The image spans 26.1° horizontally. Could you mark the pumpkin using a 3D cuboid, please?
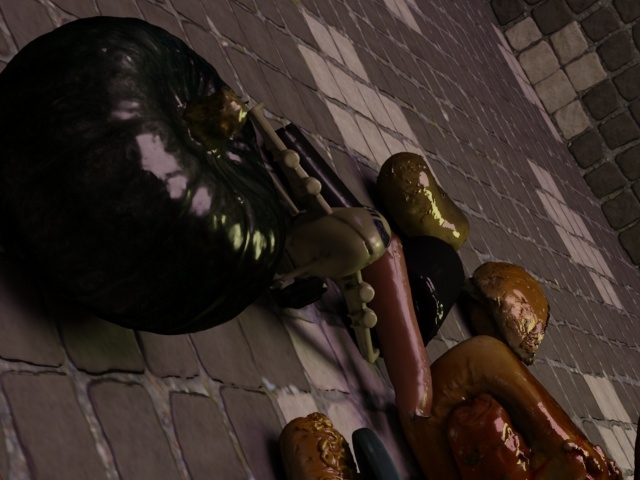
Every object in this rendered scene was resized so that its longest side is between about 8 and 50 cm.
[{"bbox_3d":[-0.109,-0.043,0.863,0.212,0.152,0.211,35,43,-40],"label":"pumpkin"}]

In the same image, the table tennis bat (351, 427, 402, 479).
[{"bbox_3d":[0.072,0.251,1.001,0.153,0.040,0.244,111,-42,-79],"label":"table tennis bat"}]

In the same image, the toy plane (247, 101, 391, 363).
[{"bbox_3d":[0.000,0.000,1.130,0.256,0.104,0.242,-117,-178,-81],"label":"toy plane"}]

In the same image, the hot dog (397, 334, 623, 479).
[{"bbox_3d":[0.187,0.212,1.251,0.256,0.150,0.153,47,12,-34],"label":"hot dog"}]

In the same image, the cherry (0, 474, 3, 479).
[{"bbox_3d":[-0.151,0.150,0.555,0.225,0.090,0.107,64,0,-15],"label":"cherry"}]

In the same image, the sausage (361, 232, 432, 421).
[{"bbox_3d":[0.067,0.073,1.210,0.047,0.040,0.176,110,-31,-71],"label":"sausage"}]

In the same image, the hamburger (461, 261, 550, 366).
[{"bbox_3d":[0.218,0.069,1.659,0.102,0.087,0.176,52,21,-24],"label":"hamburger"}]

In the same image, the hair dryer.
[{"bbox_3d":[0.038,-0.013,1.339,0.251,0.089,0.197,52,18,2],"label":"hair dryer"}]

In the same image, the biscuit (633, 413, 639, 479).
[{"bbox_3d":[0.356,0.350,1.327,0.429,0.104,0.446,5,79,-70],"label":"biscuit"}]

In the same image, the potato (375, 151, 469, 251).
[{"bbox_3d":[0.115,-0.041,1.592,0.138,0.070,0.091,53,17,-20],"label":"potato"}]

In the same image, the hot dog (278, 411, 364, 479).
[{"bbox_3d":[0.013,0.195,0.970,0.071,0.045,0.165,33,30,-51],"label":"hot dog"}]
